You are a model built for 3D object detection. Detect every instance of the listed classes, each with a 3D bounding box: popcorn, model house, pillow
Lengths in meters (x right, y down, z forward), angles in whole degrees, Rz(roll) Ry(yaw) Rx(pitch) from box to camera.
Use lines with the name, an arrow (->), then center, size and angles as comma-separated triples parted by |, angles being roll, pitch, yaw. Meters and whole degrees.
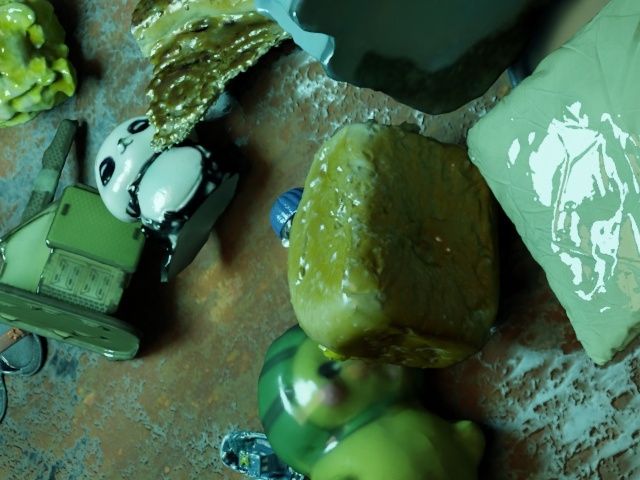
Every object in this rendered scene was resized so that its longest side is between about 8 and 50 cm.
popcorn -> -0.407, -0.237, 1.629 | 0.187, 0.167, 0.185 | -36, 76, 31
model house -> -0.296, -0.013, 1.618 | 0.205, 0.218, 0.279 | 136, 153, -71
model house -> 0.047, -0.360, 1.204 | 0.339, 0.297, 0.360 | 44, 118, 40
pillow -> 0.275, -0.073, 1.123 | 0.281, 0.076, 0.274 | -44, 59, 34

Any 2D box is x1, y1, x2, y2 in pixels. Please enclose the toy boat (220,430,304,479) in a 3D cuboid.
toy boat -> -0.067, 0.265, 1.516 | 0.137, 0.061, 0.060 | 9, 102, 34

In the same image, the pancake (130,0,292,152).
pancake -> -0.133, -0.215, 1.443 | 0.266, 0.057, 0.244 | 8, 70, 38

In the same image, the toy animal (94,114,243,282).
toy animal -> -0.195, -0.067, 1.509 | 0.179, 0.138, 0.166 | 40, 83, 24

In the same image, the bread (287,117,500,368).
bread -> 0.072, 0.006, 1.280 | 0.176, 0.195, 0.246 | -32, 48, 54

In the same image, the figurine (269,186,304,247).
figurine -> -0.002, 0.002, 1.438 | 0.136, 0.077, 0.079 | 64, 161, -7

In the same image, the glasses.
glasses -> -0.513, 0.223, 1.717 | 0.118, 0.268, 0.234 | 44, 119, 2

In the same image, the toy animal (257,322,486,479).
toy animal -> 0.056, 0.237, 1.346 | 0.338, 0.216, 0.191 | 57, 150, 18

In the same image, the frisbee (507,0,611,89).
frisbee -> 0.305, -0.203, 1.185 | 0.289, 0.049, 0.289 | 2, 93, 41
